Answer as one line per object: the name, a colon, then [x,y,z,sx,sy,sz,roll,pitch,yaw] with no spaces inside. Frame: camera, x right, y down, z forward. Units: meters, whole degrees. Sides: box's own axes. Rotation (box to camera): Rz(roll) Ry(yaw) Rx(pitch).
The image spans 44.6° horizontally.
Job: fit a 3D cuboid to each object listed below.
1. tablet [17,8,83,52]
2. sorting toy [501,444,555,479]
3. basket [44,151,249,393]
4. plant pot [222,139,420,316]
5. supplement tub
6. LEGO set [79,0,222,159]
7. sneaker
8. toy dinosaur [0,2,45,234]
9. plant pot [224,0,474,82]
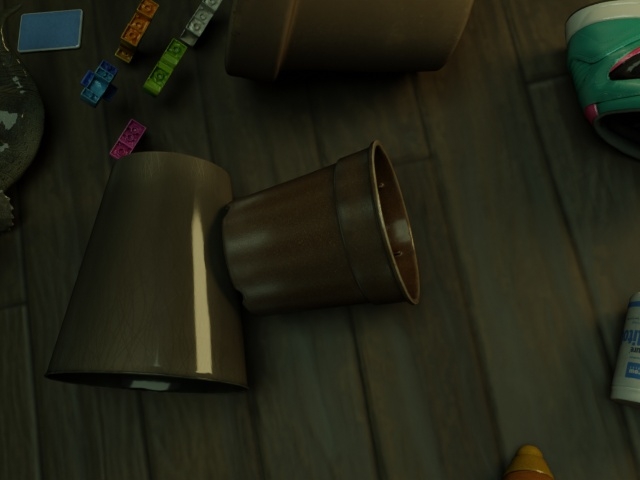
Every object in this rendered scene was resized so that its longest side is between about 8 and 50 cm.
tablet: [-0.340,-0.264,0.982,0.083,0.006,0.054,-2,75,8]
sorting toy: [0.316,0.262,0.709,0.366,0.127,0.126,6,48,8]
basket: [-0.164,0.036,0.807,0.205,0.154,0.226,2,73,9]
plant pot: [0.000,0.000,0.788,0.165,0.167,0.166,-13,74,15]
supplement tub: [0.322,0.108,0.744,0.071,0.071,0.107,14,78,13]
LEGO set: [-0.213,-0.202,0.913,0.087,0.093,0.227,32,77,-16]
sneaker: [0.395,-0.150,0.767,0.296,0.124,0.178,0,71,18]
toy dinosaur: [-0.392,-0.119,0.916,0.160,0.121,0.313,24,76,2]
plant pot: [0.036,-0.274,0.817,0.230,0.263,0.262,14,78,-6]
